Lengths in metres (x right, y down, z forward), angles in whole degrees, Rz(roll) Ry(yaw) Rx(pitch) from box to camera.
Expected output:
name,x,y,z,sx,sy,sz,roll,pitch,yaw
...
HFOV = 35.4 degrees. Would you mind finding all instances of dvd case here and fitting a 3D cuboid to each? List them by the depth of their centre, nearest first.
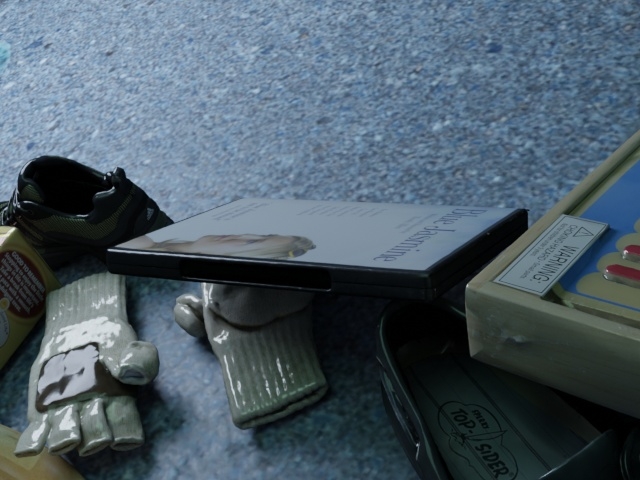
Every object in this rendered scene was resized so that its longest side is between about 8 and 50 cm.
name,x,y,z,sx,sy,sz,roll,pitch,yaw
dvd case,0.000,0.000,0.719,0.253,0.022,0.180,4,15,29

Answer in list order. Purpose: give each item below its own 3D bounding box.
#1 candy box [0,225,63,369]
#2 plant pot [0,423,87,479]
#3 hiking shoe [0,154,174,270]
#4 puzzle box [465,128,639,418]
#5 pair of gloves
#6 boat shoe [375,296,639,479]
name,x,y,z,sx,sy,sz,roll,pitch,yaw
candy box,-0.381,0.119,0.823,0.183,0.087,0.316,7,50,32
plant pot,-0.259,0.168,0.647,0.236,0.236,0.032,28,102,43
hiking shoe,-0.244,-0.033,0.899,0.227,0.114,0.086,-2,45,24
puzzle box,0.307,-0.018,0.581,0.272,0.052,0.409,17,40,37
pair of gloves,-0.116,0.070,0.775,0.240,0.042,0.204,-15,40,6
boat shoe,0.130,0.135,0.535,0.127,0.113,0.340,-30,40,-5
